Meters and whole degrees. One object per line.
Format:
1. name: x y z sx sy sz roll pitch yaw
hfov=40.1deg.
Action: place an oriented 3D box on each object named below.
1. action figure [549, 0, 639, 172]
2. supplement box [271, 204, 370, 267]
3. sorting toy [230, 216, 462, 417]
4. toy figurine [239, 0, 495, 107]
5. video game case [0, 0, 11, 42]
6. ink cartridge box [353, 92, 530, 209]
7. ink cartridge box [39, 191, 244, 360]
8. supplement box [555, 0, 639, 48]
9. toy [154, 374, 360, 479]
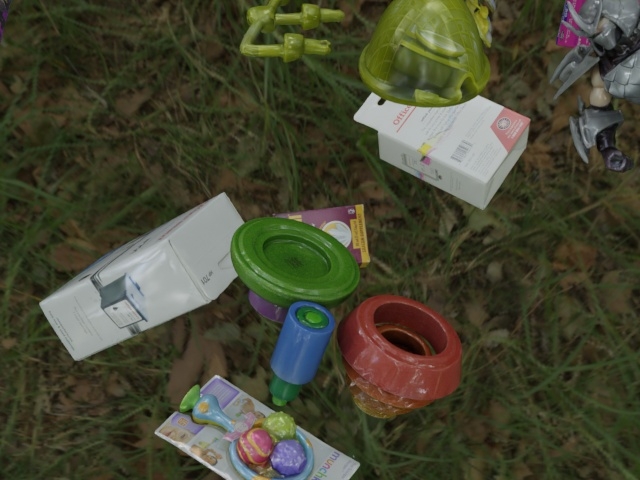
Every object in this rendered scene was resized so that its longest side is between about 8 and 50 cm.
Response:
1. action figure: 0.299 -0.098 0.679 0.285 0.185 0.099 36 66 -12
2. supplement box: 0.000 0.000 0.794 0.083 0.043 0.054 -7 82 -3
3. sorting toy: 0.002 0.036 0.331 0.102 0.061 0.042 34 124 20
4. toy figurine: 0.077 -0.271 0.666 0.191 0.217 0.362 19 33 2
5. video game case: -0.292 -0.211 0.593 0.042 0.210 0.232 -18 47 12
6. ink cartridge box: 0.154 -0.139 1.134 0.198 0.067 0.115 30 69 21
7. ink cartridge box: -0.181 0.039 0.943 0.191 0.139 0.082 -26 102 27
8. supplement box: 0.452 -0.338 1.332 0.114 0.220 0.111 7 105 -6
9. toy: -0.077 0.254 1.126 0.237 0.056 0.137 25 37 20
